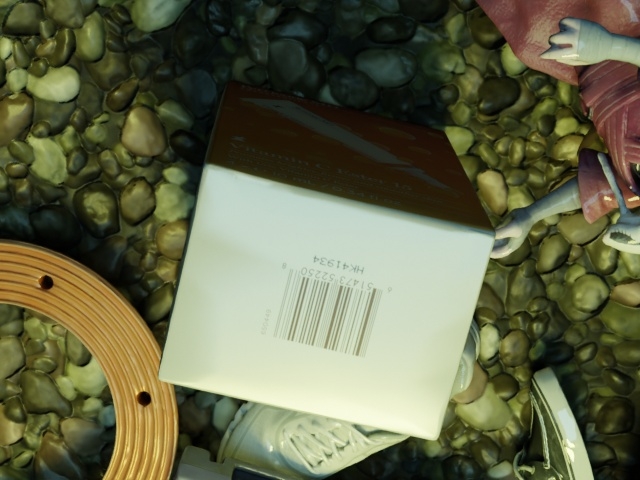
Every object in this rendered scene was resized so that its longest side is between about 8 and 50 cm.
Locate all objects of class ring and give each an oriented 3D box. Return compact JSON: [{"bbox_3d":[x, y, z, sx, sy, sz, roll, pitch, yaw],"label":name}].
[{"bbox_3d":[-0.293,0.161,1.345,0.336,0.032,0.337,2,103,10],"label":"ring"}]

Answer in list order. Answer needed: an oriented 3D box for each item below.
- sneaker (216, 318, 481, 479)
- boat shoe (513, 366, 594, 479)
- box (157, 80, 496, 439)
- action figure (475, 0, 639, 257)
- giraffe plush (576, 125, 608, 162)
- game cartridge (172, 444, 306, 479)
[{"bbox_3d":[0.022,0.162,1.336,0.292,0.118,0.110,-36,106,10],"label":"sneaker"},{"bbox_3d":[0.225,0.228,1.380,0.070,0.078,0.219,-16,108,2],"label":"boat shoe"},{"bbox_3d":[0.000,0.000,1.167,0.215,0.345,0.168,13,105,-5],"label":"box"},{"bbox_3d":[0.263,-0.130,1.175,0.275,0.248,0.370,-11,70,-19],"label":"action figure"},{"bbox_3d":[0.356,-0.045,1.268,0.181,0.210,0.170,-33,133,22],"label":"giraffe plush"},{"bbox_3d":[0.006,0.337,1.378,0.355,0.068,0.230,17,124,-6],"label":"game cartridge"}]
